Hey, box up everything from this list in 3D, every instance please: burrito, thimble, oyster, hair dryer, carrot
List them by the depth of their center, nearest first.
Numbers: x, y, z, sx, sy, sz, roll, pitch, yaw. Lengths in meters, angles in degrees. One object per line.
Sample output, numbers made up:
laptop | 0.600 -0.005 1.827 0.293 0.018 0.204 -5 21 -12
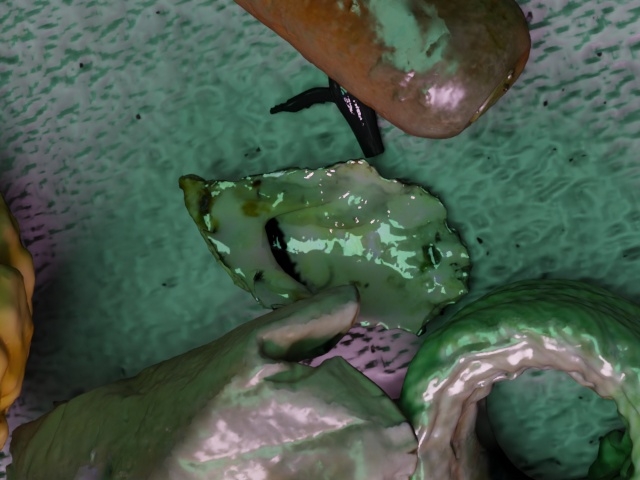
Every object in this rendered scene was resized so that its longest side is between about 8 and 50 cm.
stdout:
thimble | 0.158 0.138 1.069 0.219 0.150 0.219 2 98 15
carrot | 0.005 -0.188 1.071 0.302 0.139 0.138 31 105 9
burrito | -0.086 0.161 1.084 0.332 0.135 0.190 -28 67 41
oyster | 0.005 0.008 1.140 0.209 0.072 0.133 -5 91 -4
hair dryer | 0.004 -0.094 1.146 0.083 0.031 0.079 -11 104 30

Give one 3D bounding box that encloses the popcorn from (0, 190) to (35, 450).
popcorn | -0.391 0.068 1.129 0.390 0.354 0.344 51 139 46
